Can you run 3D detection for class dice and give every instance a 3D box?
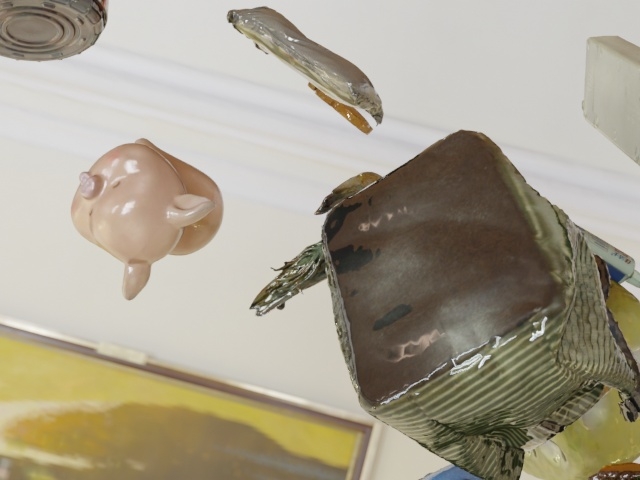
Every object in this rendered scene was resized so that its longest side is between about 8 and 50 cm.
[{"bbox_3d":[0.356,0.200,1.614,0.227,0.233,0.238,61,158,-14],"label":"dice"}]

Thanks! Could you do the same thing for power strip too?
[{"bbox_3d":[0.345,-0.147,1.193,0.043,0.106,0.367,-2,-161,-2],"label":"power strip"}]

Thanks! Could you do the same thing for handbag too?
[{"bbox_3d":[0.165,0.074,1.101,0.240,0.247,0.341,46,-162,-34],"label":"handbag"}]

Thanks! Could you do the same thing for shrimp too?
[{"bbox_3d":[0.000,0.000,1.727,0.058,0.296,0.169,39,158,38],"label":"shrimp"}]

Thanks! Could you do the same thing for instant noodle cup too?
[{"bbox_3d":[-0.368,-0.343,1.410,0.302,0.182,0.258,1,160,-17],"label":"instant noodle cup"}]

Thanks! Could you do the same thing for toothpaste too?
[{"bbox_3d":[0.365,-0.006,1.619,0.268,0.047,0.069,32,-151,-7],"label":"toothpaste"}]

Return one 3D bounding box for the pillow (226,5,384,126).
[{"bbox_3d":[-0.015,-0.257,1.566,0.255,0.059,0.169,36,-179,21],"label":"pillow"}]

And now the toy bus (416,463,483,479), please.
[{"bbox_3d":[0.164,0.359,1.201,0.116,0.234,0.133,-23,160,-35],"label":"toy bus"}]

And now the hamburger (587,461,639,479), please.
[{"bbox_3d":[0.391,0.322,1.307,0.166,0.087,0.137,0,129,4],"label":"hamburger"}]

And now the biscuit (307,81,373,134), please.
[{"bbox_3d":[0.030,-0.225,1.813,0.140,0.023,0.118,44,-171,28],"label":"biscuit"}]

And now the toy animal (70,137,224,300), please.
[{"bbox_3d":[-0.296,-0.057,1.960,0.326,0.237,0.269,24,-154,-48],"label":"toy animal"}]
